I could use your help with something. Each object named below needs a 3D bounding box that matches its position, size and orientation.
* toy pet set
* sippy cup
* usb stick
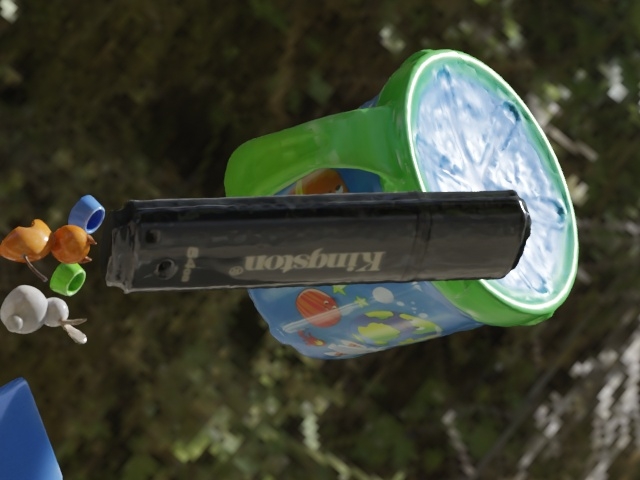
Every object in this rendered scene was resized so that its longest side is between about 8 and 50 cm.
[{"bbox_3d":[-0.111,0.062,0.765,0.065,0.122,0.114,32,32,20],"label":"toy pet set"},{"bbox_3d":[0.059,-0.009,1.658,0.305,0.224,0.240,51,37,-18],"label":"sippy cup"},{"bbox_3d":[0.000,0.000,1.274,0.077,0.278,0.045,112,-28,-54],"label":"usb stick"}]
